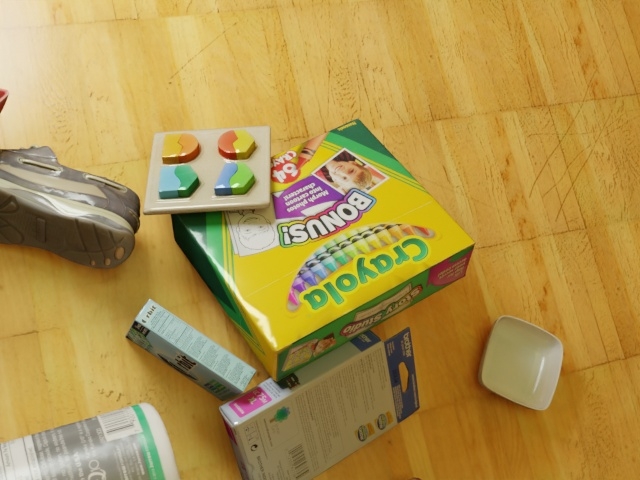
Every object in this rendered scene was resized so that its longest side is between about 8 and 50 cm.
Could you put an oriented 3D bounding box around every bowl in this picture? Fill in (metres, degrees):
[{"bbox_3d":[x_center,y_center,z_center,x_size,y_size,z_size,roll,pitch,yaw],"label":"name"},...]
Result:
[{"bbox_3d":[0.339,0.213,1.526,0.142,0.053,0.142,24,70,-9],"label":"bowl"}]

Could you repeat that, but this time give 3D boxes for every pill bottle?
[{"bbox_3d":[-0.374,0.362,1.180,0.361,0.204,0.204,-14,80,-20],"label":"pill bottle"}]

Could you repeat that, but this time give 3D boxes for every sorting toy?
[{"bbox_3d":[-0.174,-0.118,1.386,0.192,0.038,0.208,-3,44,1],"label":"sorting toy"}]

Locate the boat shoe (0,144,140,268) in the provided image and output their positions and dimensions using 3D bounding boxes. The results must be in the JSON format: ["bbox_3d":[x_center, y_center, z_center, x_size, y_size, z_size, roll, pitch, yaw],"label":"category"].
[{"bbox_3d":[-0.440,-0.070,1.337,0.355,0.132,0.130,22,44,-6],"label":"boat shoe"}]

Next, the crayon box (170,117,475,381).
[{"bbox_3d":[0.000,0.000,1.384,0.362,0.106,0.313,-27,58,-22],"label":"crayon box"}]

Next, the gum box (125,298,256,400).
[{"bbox_3d":[-0.196,0.167,1.314,0.184,0.157,0.041,36,68,-6],"label":"gum box"}]

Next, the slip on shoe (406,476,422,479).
[{"bbox_3d":[0.220,0.508,1.378,0.101,0.123,0.331,-40,85,-27],"label":"slip on shoe"}]

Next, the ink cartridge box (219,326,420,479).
[{"bbox_3d":[0.009,0.257,1.354,0.311,0.065,0.186,-26,126,-20],"label":"ink cartridge box"}]

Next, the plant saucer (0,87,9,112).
[{"bbox_3d":[-0.607,-0.142,1.249,0.259,0.048,0.258,14,49,21],"label":"plant saucer"}]
